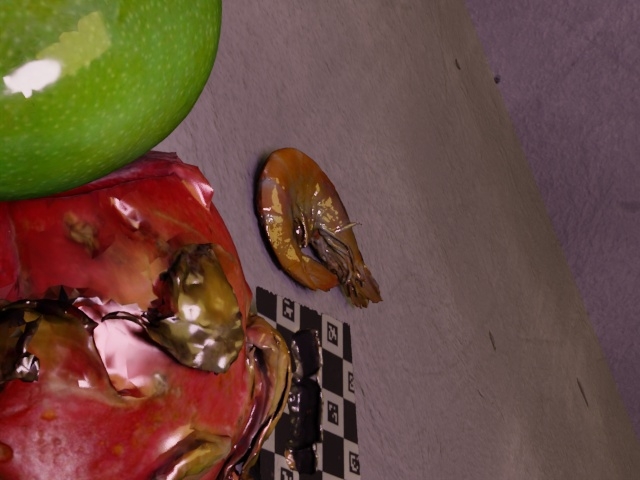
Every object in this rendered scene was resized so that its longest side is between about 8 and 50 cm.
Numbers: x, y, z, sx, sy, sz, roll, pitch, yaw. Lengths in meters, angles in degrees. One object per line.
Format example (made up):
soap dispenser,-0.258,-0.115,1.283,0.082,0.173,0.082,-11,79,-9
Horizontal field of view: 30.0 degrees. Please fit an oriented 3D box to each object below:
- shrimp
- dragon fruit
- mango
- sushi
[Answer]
shrimp,0.000,0.000,1.379,0.249,0.068,0.150,47,46,-37
dragon fruit,-0.148,0.094,0.716,0.250,0.269,0.291,-13,107,-46
mango,-0.164,-0.123,0.611,0.382,0.225,0.201,-110,-150,-64
sushi,-0.030,0.172,1.197,0.192,0.050,0.215,28,54,-55
